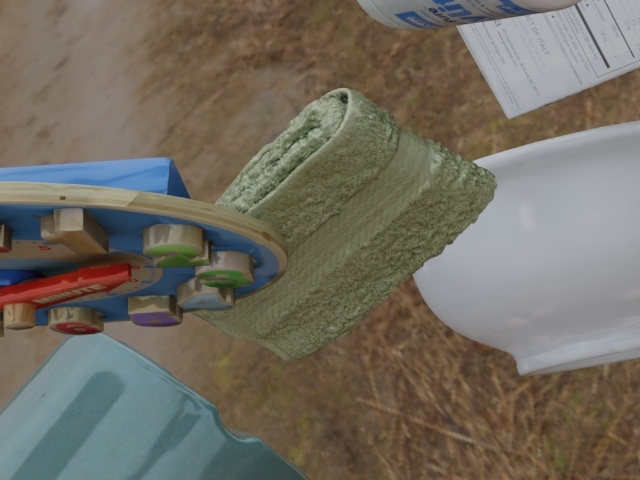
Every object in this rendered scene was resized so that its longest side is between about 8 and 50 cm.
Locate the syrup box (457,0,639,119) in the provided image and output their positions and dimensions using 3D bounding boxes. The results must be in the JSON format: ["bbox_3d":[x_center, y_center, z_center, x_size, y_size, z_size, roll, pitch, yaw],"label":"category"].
[{"bbox_3d":[0.199,-0.163,0.674,0.237,0.096,0.093,-21,13,47],"label":"syrup box"}]

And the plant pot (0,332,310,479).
[{"bbox_3d":[-0.198,0.272,0.945,0.341,0.341,0.334,14,65,54],"label":"plant pot"}]

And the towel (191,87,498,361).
[{"bbox_3d":[0.000,0.000,0.527,0.148,0.110,0.027,-43,41,29],"label":"towel"}]

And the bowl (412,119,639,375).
[{"bbox_3d":[0.196,0.018,0.812,0.298,0.298,0.134,-17,77,34],"label":"bowl"}]

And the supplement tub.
[{"bbox_3d":[0.066,-0.129,0.494,0.071,0.071,0.107,-52,26,-18],"label":"supplement tub"}]

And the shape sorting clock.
[{"bbox_3d":[-0.115,0.014,0.438,0.206,0.206,0.040,-16,67,35],"label":"shape sorting clock"}]
